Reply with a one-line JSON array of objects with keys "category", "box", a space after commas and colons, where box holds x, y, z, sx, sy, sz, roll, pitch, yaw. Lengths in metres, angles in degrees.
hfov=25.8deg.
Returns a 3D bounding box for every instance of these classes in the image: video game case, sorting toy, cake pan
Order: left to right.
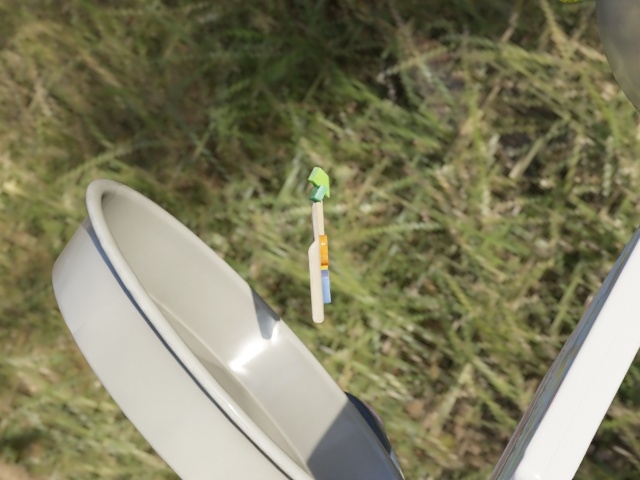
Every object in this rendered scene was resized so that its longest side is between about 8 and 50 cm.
[{"category": "cake pan", "box": [-0.052, 0.087, 0.840, 0.054, 0.293, 0.293, -42, 33, 6]}, {"category": "sorting toy", "box": [0.000, 0.000, 0.843, 0.062, 0.012, 0.083, -87, -5, -59]}, {"category": "video game case", "box": [0.126, 0.099, 0.762, 0.204, 0.025, 0.285, -56, -10, -28]}]

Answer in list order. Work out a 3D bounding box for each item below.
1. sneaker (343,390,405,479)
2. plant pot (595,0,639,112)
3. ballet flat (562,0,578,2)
[{"category": "sneaker", "box": [0.057, 0.284, 1.230, 0.112, 0.131, 0.319, -16, 83, 14]}, {"category": "plant pot", "box": [0.291, -0.159, 0.860, 0.256, 0.256, 0.274, -53, -7, 15]}, {"category": "ballet flat", "box": [0.223, -0.255, 1.171, 0.231, 0.077, 0.077, -60, -7, -60]}]
